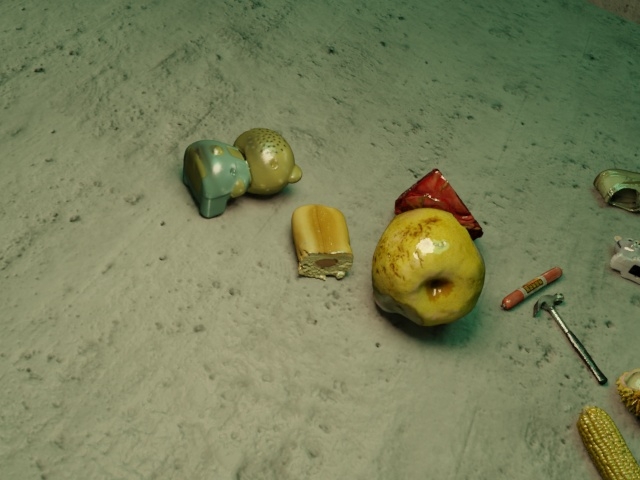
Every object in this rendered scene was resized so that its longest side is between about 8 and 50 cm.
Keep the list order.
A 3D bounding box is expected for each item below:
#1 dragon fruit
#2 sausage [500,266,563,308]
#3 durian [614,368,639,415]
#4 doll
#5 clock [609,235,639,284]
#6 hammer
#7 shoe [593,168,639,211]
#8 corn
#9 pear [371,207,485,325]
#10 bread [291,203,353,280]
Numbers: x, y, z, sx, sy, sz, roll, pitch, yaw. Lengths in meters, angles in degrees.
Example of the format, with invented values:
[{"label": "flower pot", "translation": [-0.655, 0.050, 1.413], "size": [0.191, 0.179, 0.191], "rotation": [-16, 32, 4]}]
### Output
[{"label": "dragon fruit", "translation": [0.287, -0.056, 1.658], "size": [0.205, 0.152, 0.317], "rotation": [53, 10, 2]}, {"label": "sausage", "translation": [0.528, 0.117, 1.669], "size": [0.253, 0.034, 0.034], "rotation": [-24, 60, -33]}, {"label": "durian", "translation": [0.745, 0.337, 1.473], "size": [0.165, 0.132, 0.182], "rotation": [34, 43, 3]}, {"label": "doll", "translation": [-0.187, -0.180, 1.617], "size": [0.260, 0.162, 0.177], "rotation": [-15, 54, -26]}, {"label": "clock", "translation": [0.872, 0.054, 1.807], "size": [0.176, 0.080, 0.117], "rotation": [25, 45, 7]}, {"label": "hammer", "translation": [0.593, 0.233, 1.589], "size": [0.103, 0.029, 0.246], "rotation": [-8, 53, -25]}, {"label": "shoe", "translation": [0.954, -0.133, 1.996], "size": [0.274, 0.103, 0.098], "rotation": [8, 48, -3]}, {"label": "corn", "translation": [0.593, 0.443, 1.358], "size": [0.080, 0.080, 0.238], "rotation": [-3, 50, -20]}, {"label": "pear", "translation": [0.236, 0.053, 1.482], "size": [0.271, 0.271, 0.271], "rotation": [9, 47, -10]}, {"label": "bread", "translation": [0.000, 0.001, 1.564], "size": [0.134, 0.085, 0.173], "rotation": [1, 50, -13]}]
